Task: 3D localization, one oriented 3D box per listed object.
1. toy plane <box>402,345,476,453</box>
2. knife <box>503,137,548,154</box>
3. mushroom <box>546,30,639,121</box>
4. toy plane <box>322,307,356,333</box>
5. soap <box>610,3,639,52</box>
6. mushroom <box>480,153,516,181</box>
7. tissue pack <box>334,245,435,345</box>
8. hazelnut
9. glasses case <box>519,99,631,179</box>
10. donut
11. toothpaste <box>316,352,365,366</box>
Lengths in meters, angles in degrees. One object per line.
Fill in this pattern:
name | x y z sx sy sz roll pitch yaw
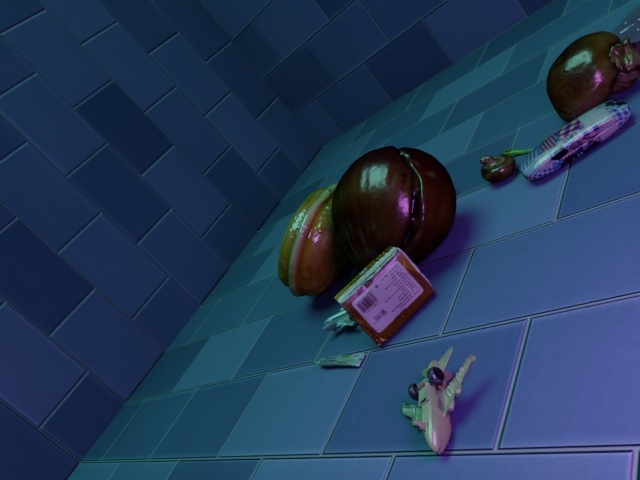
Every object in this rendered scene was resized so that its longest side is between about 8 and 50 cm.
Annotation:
toy plane | 0.238 0.333 1.193 0.229 0.092 0.244 -50 7 34
knife | 0.664 -0.294 1.868 0.078 0.023 0.166 -42 17 -21
mushroom | 0.820 -0.508 1.738 0.283 0.195 0.264 -22 40 42
toy plane | 0.081 0.240 1.798 0.171 0.065 0.162 -40 18 15
soap | 1.047 -0.651 1.754 0.285 0.107 0.296 -44 18 -13
mushroom | 0.568 -0.231 1.834 0.109 0.085 0.126 -1 27 10
tissue pack | 0.182 0.152 1.583 0.226 0.183 0.092 -44 16 -6
hazelnut | 0.233 -0.092 1.789 0.402 0.402 0.429 -53 12 -31
glasses case | 0.720 -0.285 1.633 0.327 0.076 0.125 -35 17 20
donut | 0.000 0.000 2.088 0.449 0.198 0.449 -57 -20 -35
toothpaste | 0.054 0.350 1.657 0.197 0.029 0.048 -18 30 48
